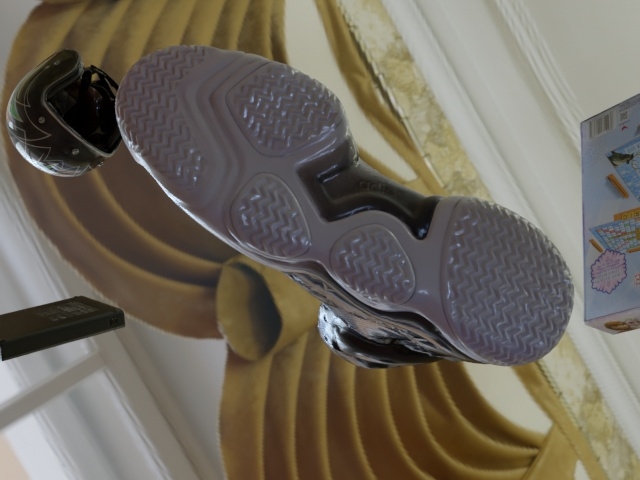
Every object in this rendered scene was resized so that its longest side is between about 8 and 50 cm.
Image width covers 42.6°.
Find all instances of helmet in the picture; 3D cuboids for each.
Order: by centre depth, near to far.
[{"bbox_3d":[-0.360,-0.171,1.162,0.169,0.161,0.169,23,-17,7],"label":"helmet"}]

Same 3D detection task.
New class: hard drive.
[{"bbox_3d":[-0.287,0.088,0.852,0.094,0.135,0.022,11,-73,44],"label":"hard drive"}]

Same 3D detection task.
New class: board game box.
[{"bbox_3d":[0.474,-0.067,1.037,0.319,0.066,0.317,-27,-130,53],"label":"board game box"}]

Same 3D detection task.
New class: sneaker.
[{"bbox_3d":[0.000,0.000,0.483,0.269,0.101,0.153,30,-22,0],"label":"sneaker"}]
